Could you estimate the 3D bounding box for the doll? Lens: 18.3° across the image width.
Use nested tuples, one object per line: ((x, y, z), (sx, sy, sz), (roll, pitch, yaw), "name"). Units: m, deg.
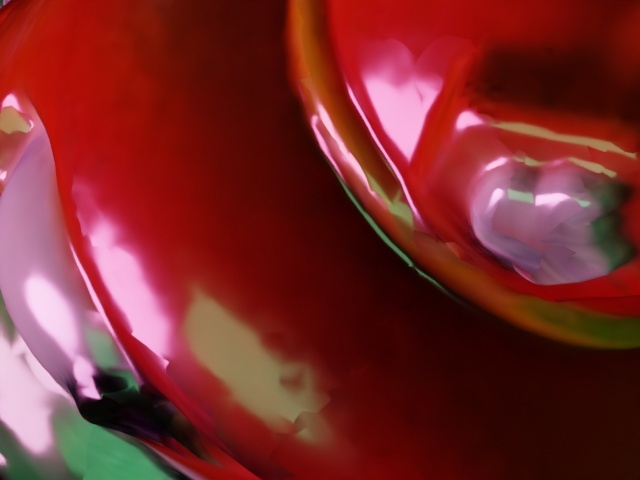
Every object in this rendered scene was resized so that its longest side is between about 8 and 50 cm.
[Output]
((-0.001, 0.001, 0.466), (0.182, 0.160, 0.363), (41, 143, -13), "doll")
